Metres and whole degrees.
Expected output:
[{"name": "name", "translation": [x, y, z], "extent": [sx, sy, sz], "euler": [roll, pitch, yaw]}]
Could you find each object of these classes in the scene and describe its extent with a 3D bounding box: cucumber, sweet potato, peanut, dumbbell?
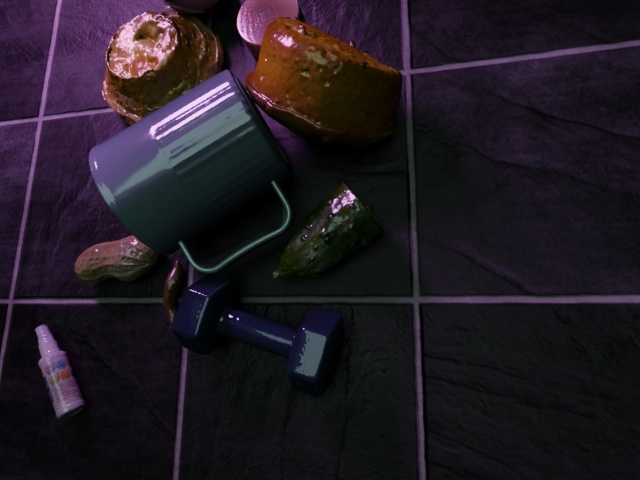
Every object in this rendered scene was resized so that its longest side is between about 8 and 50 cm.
[{"name": "cucumber", "translation": [0.002, 0.002, 0.806], "extent": [0.244, 0.134, 0.134], "euler": [-37, 73, 7]}, {"name": "sweet potato", "translation": [-0.330, 0.121, 0.902], "extent": [0.041, 0.038, 0.153], "euler": [-8, 78, 35]}, {"name": "peanut", "translation": [-0.465, 0.046, 0.924], "extent": [0.214, 0.090, 0.099], "euler": [-10, 106, 13]}, {"name": "dumbbell", "translation": [-0.117, 0.178, 0.784], "extent": [0.324, 0.144, 0.160], "euler": [16, 84, 15]}]

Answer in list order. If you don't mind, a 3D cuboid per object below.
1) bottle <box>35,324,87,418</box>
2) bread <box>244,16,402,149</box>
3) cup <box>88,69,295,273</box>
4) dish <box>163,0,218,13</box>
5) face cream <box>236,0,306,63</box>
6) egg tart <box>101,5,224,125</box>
[{"name": "bottle", "translation": [-0.599, 0.291, 0.919], "extent": [0.060, 0.060, 0.217], "euler": [-33, 74, 5]}, {"name": "bread", "translation": [-0.003, -0.303, 0.796], "extent": [0.339, 0.179, 0.195], "euler": [29, 118, 6]}, {"name": "cup", "translation": [-0.232, -0.135, 0.809], "extent": [0.311, 0.257, 0.331], "euler": [-31, 58, 4]}, {"name": "dish", "translation": [-0.344, -0.618, 0.995], "extent": [0.224, 0.246, 0.078], "euler": [34, 129, 17]}, {"name": "face cream", "translation": [-0.106, -0.485, 0.938], "extent": [0.149, 0.104, 0.149], "euler": [-3, 78, 13]}, {"name": "egg tart", "translation": [-0.408, -0.439, 0.992], "extent": [0.340, 0.129, 0.342], "euler": [-3, 77, 14]}]
